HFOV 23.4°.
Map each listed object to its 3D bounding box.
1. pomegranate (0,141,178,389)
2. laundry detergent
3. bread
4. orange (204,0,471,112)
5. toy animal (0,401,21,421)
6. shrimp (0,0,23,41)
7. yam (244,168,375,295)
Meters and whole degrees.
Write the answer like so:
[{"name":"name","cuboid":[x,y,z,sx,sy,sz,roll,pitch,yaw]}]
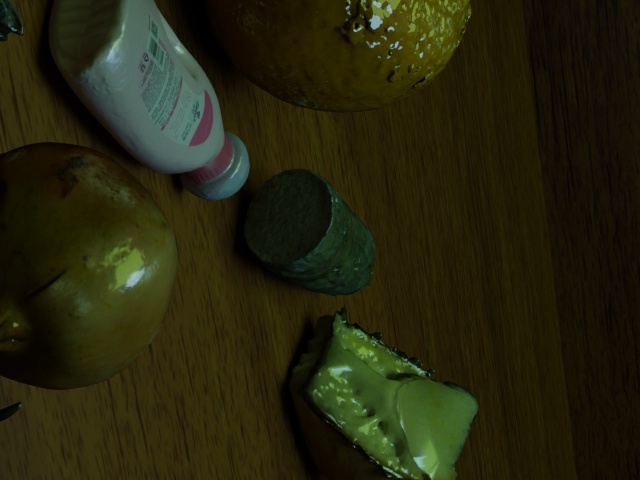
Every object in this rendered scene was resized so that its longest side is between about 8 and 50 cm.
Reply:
[{"name":"pomegranate","cuboid":[-0.221,0.020,1.257,0.209,0.209,0.209,-3,90,-70]},{"name":"laundry detergent","cuboid":[-0.165,-0.146,1.583,0.335,0.088,0.159,52,39,-59]},{"name":"bread","cuboid":[0.063,0.239,2.047,0.262,0.162,0.204,35,40,-9]},{"name":"orange","cuboid":[0.011,-0.315,1.793,0.340,0.293,0.340,-6,97,-56]},{"name":"toy animal","cuboid":[-0.291,0.081,1.084,0.272,0.197,0.160,55,34,-47]},{"name":"shrimp","cuboid":[-0.320,-0.284,1.235,0.296,0.058,0.169,52,38,-52]},{"name":"yam","cuboid":[0.000,0.000,1.956,0.330,0.133,0.133,34,55,-71]}]
